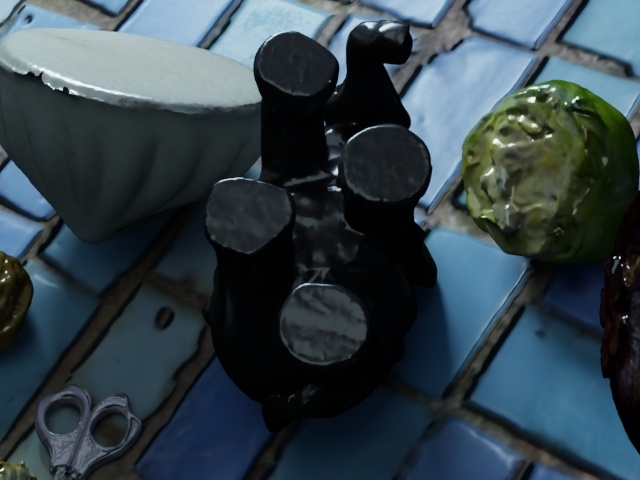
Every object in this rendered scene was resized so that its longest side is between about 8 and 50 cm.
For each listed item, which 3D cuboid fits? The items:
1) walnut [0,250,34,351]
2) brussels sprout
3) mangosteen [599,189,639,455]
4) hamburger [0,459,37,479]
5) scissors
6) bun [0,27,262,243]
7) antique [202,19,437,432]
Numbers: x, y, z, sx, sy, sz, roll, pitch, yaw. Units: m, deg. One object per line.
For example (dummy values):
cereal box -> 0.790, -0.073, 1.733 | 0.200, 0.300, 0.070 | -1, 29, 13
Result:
walnut -> -0.299, 0.057, 1.549 | 0.082, 0.079, 0.096 | 2, 50, 13
brussels sprout -> 0.205, -0.055, 1.465 | 0.149, 0.122, 0.152 | 37, 106, 40
mangosteen -> 0.348, 0.059, 1.242 | 0.293, 0.297, 0.297 | 2, 56, 20
hamburger -> -0.308, 0.322, 1.273 | 0.209, 0.162, 0.330 | -26, 33, 18
scissors -> -0.220, 0.209, 1.460 | 0.100, 0.015, 0.189 | 9, 60, 18
bun -> -0.179, -0.082, 1.556 | 0.263, 0.175, 0.263 | 10, 19, -4
antique -> 0.000, 0.000, 1.402 | 0.185, 0.255, 0.322 | 13, 67, 10
